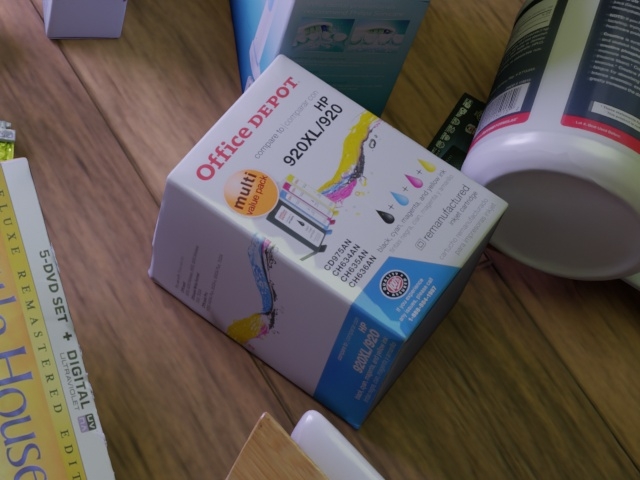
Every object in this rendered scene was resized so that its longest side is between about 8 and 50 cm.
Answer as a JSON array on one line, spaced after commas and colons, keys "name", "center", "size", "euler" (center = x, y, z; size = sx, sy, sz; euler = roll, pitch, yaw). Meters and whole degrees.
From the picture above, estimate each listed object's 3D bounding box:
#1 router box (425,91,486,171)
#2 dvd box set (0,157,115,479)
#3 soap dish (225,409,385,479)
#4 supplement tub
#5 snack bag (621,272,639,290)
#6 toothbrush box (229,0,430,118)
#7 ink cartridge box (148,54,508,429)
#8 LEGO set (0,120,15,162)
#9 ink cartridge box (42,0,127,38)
[{"name": "router box", "center": [0.144, -0.069, 1.454], "size": [0.092, 0.038, 0.122], "euler": [31, 57, 5]}, {"name": "dvd box set", "center": [-0.383, 0.127, 1.143], "size": [0.420, 0.062, 0.307], "euler": [-13, 81, -21]}, {"name": "soap dish", "center": [0.040, 0.273, 1.118], "size": [0.118, 0.229, 0.291], "euler": [-40, 74, -13]}, {"name": "supplement tub", "center": [0.246, -0.119, 1.376], "size": [0.191, 0.191, 0.272], "euler": [22, 59, 0]}, {"name": "snack bag", "center": [0.425, -0.041, 1.414], "size": [0.342, 0.037, 0.323], "euler": [35, 70, 29]}, {"name": "toothbrush box", "center": [0.007, -0.257, 1.383], "size": [0.126, 0.295, 0.216], "euler": [-1, 59, -14]}, {"name": "ink cartridge box", "center": [0.000, 0.000, 1.298], "size": [0.233, 0.168, 0.171], "euler": [34, 58, 9]}, {"name": "LEGO set", "center": [-0.307, -0.131, 1.327], "size": [0.107, 0.132, 0.287], "euler": [6, 80, -16]}, {"name": "ink cartridge box", "center": [-0.224, -0.296, 1.450], "size": [0.072, 0.127, 0.175], "euler": [-2, 60, -16]}]
